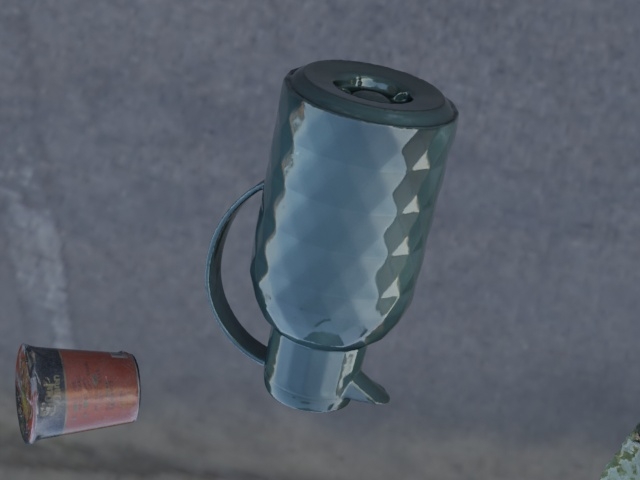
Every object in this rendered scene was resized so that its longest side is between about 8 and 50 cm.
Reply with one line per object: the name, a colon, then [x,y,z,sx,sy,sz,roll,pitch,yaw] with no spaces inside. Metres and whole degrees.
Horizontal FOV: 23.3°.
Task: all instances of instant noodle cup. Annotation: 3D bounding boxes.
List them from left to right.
instant noodle cup: [-0.295,0.183,1.894,0.136,0.127,0.127,-2,157,-21]

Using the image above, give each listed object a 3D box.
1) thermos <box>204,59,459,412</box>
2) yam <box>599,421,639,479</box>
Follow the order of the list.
thermos: [0.000,0.000,1.283,0.182,0.145,0.286,20,114,14]
yam: [0.413,0.327,1.577,0.201,0.271,0.202,-4,137,-44]
